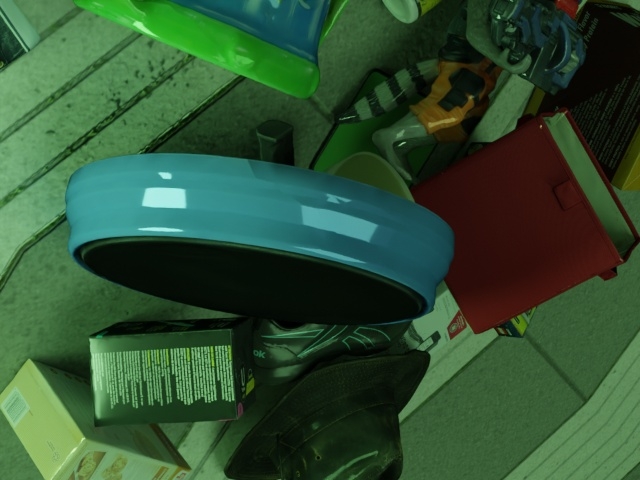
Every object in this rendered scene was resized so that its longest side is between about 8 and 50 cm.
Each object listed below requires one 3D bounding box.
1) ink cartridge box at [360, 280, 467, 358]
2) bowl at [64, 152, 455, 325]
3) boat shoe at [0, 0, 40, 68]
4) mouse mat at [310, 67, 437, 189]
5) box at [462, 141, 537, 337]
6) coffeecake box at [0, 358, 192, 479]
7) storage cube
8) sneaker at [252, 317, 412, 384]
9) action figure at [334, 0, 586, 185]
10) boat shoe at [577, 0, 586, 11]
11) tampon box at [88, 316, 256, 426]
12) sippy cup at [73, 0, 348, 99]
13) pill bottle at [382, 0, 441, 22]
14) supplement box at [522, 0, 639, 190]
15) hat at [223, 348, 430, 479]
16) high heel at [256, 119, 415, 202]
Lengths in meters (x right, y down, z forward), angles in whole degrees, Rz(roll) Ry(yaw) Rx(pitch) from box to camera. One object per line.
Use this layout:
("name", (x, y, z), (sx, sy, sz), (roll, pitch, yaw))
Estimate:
("ink cartridge box", (0.125, 0.123, 1.716), (0.150, 0.063, 0.109), (-38, 140, -13))
("bowl", (-0.063, 0.012, 1.212), (0.391, 0.391, 0.077), (25, 68, -50))
("boat shoe", (-0.316, -0.205, 1.031), (0.083, 0.065, 0.183), (-43, 142, -9))
("mouse mat", (0.081, -0.124, 1.517), (0.190, 0.007, 0.152), (19, 107, -50))
("box", (0.241, 0.001, 1.648), (0.233, 0.044, 0.159), (52, 55, -36))
("coffeecake box", (-0.256, 0.224, 1.380), (0.068, 0.142, 0.185), (-51, 141, 6))
("storage cube", (0.238, -0.024, 1.421), (0.193, 0.215, 0.184), (-29, 178, 22))
("sneaker", (0.021, 0.099, 1.572), (0.267, 0.101, 0.106), (-22, 132, -30))
("action figure", (0.167, -0.222, 1.360), (0.330, 0.178, 0.341), (-52, 160, 5))
("boat shoe", (0.288, -0.324, 1.485), (0.079, 0.084, 0.233), (8, 118, -47))
("tampon box", (-0.161, 0.144, 1.343), (0.120, 0.161, 0.101), (-23, 109, -82))
("sippy cup", (-0.076, -0.273, 1.095), (0.240, 0.305, 0.224), (23, 96, -5))
("pill bottle", (0.126, -0.303, 1.366), (0.116, 0.065, 0.065), (-39, 140, -13))
("supplement box", (0.408, -0.196, 1.613), (0.129, 0.194, 0.191), (-3, 123, -42))
("hat", (0.034, 0.287, 1.640), (0.331, 0.134, 0.331), (-22, 152, -13))
("high heel", (0.026, -0.011, 1.360), (0.093, 0.261, 0.186), (-31, 136, -30))
